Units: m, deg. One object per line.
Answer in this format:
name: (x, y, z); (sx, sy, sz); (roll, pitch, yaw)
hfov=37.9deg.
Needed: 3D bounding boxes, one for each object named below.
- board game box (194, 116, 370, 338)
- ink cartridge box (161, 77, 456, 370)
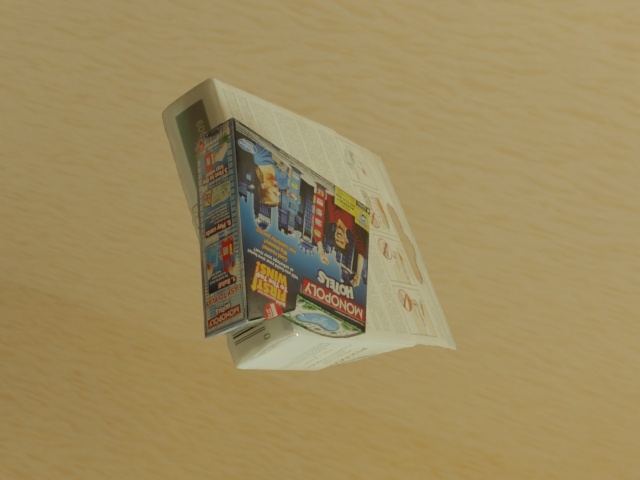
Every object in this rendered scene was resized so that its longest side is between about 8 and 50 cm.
board game box: (-0.040, 0.017, 0.873); (0.194, 0.060, 0.194); (32, 49, -35)
ink cartridge box: (0.000, 0.000, 1.116); (0.385, 0.091, 0.308); (15, 50, -57)
